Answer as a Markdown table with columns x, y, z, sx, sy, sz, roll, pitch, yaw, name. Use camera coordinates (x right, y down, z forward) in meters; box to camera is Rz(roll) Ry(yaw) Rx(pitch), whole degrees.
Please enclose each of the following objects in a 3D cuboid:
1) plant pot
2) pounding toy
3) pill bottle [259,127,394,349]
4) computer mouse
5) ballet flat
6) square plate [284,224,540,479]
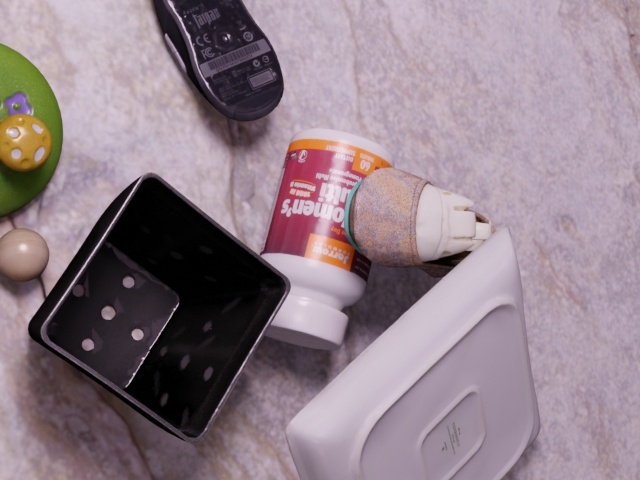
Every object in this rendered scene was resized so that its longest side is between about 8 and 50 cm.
| x | y | z | sx | sy | sz | roll | pitch | yaw | name |
| --- | --- | --- | --- | --- | --- | --- | --- | --- | --- |
| -0.178 | 0.070 | 1.244 | 0.187 | 0.167 | 0.188 | 39 | 67 | -22 | plant pot |
| -0.320 | -0.086 | 1.206 | 0.183 | 0.110 | 0.236 | 8 | 81 | -30 | pounding toy |
| 0.000 | 0.000 | 1.383 | 0.121 | 0.121 | 0.221 | 21 | 75 | -28 | pill bottle |
| -0.101 | -0.260 | 1.386 | 0.184 | 0.060 | 0.262 | -33 | 91 | -25 | computer mouse |
| 0.126 | -0.017 | 1.378 | 0.316 | 0.106 | 0.107 | 11 | 83 | -67 | ballet flat |
| 0.128 | 0.210 | 1.388 | 0.344 | 0.049 | 0.347 | -41 | 137 | -26 | square plate |
